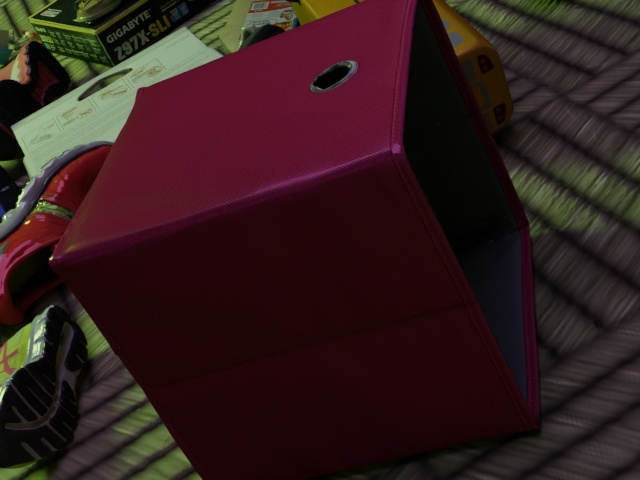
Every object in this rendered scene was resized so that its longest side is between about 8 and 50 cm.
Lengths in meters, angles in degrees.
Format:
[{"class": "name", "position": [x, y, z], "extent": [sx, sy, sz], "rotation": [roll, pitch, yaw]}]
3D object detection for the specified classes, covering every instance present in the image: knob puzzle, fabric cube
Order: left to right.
[{"class": "knob puzzle", "position": [-0.046, -0.282, 1.574], "extent": [0.213, 0.030, 0.213], "rotation": [-7, 40, 6]}, {"class": "fabric cube", "position": [0.000, 0.000, 0.869], "extent": [0.258, 0.259, 0.254], "rotation": [-16, 32, 20]}]

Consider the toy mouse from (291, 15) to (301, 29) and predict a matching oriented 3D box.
[{"class": "toy mouse", "position": [0.022, -0.284, 1.500], "extent": [0.161, 0.031, 0.143], "rotation": [-16, 49, 8]}]

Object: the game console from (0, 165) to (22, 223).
[{"class": "game console", "position": [-0.543, 0.020, 1.504], "extent": [0.342, 0.060, 0.386], "rotation": [-35, 30, -12]}]

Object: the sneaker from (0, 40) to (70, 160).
[{"class": "sneaker", "position": [-0.477, -0.186, 1.753], "extent": [0.136, 0.116, 0.314], "rotation": [-34, 23, 20]}]

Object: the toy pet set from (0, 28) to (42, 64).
[{"class": "toy pet set", "position": [-0.571, -0.360, 2.151], "extent": [0.114, 0.065, 0.122], "rotation": [-6, 14, -41]}]

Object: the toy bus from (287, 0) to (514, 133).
[{"class": "toy bus", "position": [0.067, -0.213, 1.220], "extent": [0.130, 0.108, 0.332], "rotation": [-29, 39, -2]}]

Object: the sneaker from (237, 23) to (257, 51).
[{"class": "sneaker", "position": [-0.094, -0.177, 1.384], "extent": [0.070, 0.084, 0.185], "rotation": [-12, 46, 24]}]

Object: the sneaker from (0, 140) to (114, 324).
[{"class": "sneaker", "position": [-0.296, -0.002, 1.318], "extent": [0.118, 0.107, 0.279], "rotation": [19, 54, 30]}]

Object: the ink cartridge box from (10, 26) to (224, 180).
[{"class": "ink cartridge box", "position": [-0.259, -0.165, 1.545], "extent": [0.296, 0.066, 0.261], "rotation": [-32, 29, -7]}]

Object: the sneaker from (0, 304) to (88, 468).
[{"class": "sneaker", "position": [-0.282, 0.148, 1.072], "extent": [0.094, 0.081, 0.208], "rotation": [-28, 22, 15]}]

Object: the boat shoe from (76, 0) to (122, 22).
[{"class": "boat shoe", "position": [-0.340, -0.405, 1.854], "extent": [0.153, 0.048, 0.056], "rotation": [-42, 32, -24]}]

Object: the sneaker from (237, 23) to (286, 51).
[{"class": "sneaker", "position": [-0.041, -0.163, 1.282], "extent": [0.130, 0.087, 0.227], "rotation": [-15, 42, 32]}]

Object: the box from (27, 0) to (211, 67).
[{"class": "box", "position": [-0.334, -0.412, 1.991], "extent": [0.257, 0.079, 0.322], "rotation": [-37, 30, -19]}]
